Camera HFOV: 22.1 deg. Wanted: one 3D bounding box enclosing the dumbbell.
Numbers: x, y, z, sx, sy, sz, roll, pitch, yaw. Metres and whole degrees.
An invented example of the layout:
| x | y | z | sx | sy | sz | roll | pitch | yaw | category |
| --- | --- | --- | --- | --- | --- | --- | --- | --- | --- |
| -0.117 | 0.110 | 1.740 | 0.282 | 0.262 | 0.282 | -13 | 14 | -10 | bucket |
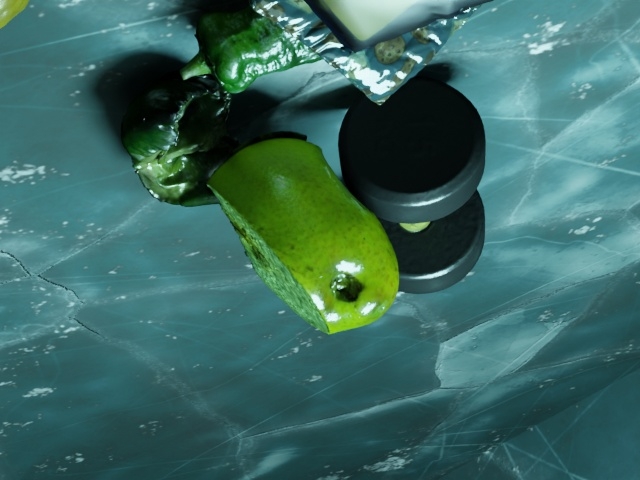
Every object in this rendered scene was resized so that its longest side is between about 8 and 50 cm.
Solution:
| x | y | z | sx | sy | sz | roll | pitch | yaw | category |
| --- | --- | --- | --- | --- | --- | --- | --- | --- | --- |
| 0.134 | -0.073 | 2.334 | 0.204 | 0.203 | 0.322 | -14 | 155 | -2 | dumbbell |

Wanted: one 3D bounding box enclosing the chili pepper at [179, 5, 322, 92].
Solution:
| x | y | z | sx | sy | sz | roll | pitch | yaw | category |
| --- | --- | --- | --- | --- | --- | --- | --- | --- | --- |
| -0.044 | -0.254 | 1.983 | 0.270 | 0.099 | 0.136 | -19 | 164 | -1 | chili pepper |

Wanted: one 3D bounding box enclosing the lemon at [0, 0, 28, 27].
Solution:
| x | y | z | sx | sy | sz | roll | pitch | yaw | category |
| --- | --- | --- | --- | --- | --- | --- | --- | --- | --- |
| -0.379 | -0.290 | 1.644 | 0.170 | 0.170 | 0.207 | -19 | 147 | 9 | lemon |

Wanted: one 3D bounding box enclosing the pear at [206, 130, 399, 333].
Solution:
| x | y | z | sx | sy | sz | roll | pitch | yaw | category |
| --- | --- | --- | --- | --- | --- | --- | --- | --- | --- |
| 0.000 | 0.000 | 2.182 | 0.159 | 0.292 | 0.292 | -38 | 156 | -8 | pear |

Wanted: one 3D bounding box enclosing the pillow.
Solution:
| x | y | z | sx | sy | sz | roll | pitch | yaw | category |
| --- | --- | --- | --- | --- | --- | --- | --- | --- | --- |
| 0.056 | -0.284 | 1.916 | 0.189 | 0.034 | 0.255 | -45 | 128 | 13 | pillow |

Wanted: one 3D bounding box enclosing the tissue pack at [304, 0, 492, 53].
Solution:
| x | y | z | sx | sy | sz | roll | pitch | yaw | category |
| --- | --- | --- | --- | --- | --- | --- | --- | --- | --- |
| 0.033 | -0.391 | 1.563 | 0.264 | 0.253 | 0.416 | -23 | 152 | 16 | tissue pack |

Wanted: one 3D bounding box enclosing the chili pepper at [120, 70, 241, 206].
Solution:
| x | y | z | sx | sy | sz | roll | pitch | yaw | category |
| --- | --- | --- | --- | --- | --- | --- | --- | --- | --- |
| -0.183 | -0.141 | 2.151 | 0.148 | 0.116 | 0.264 | -6 | 156 | 8 | chili pepper |
